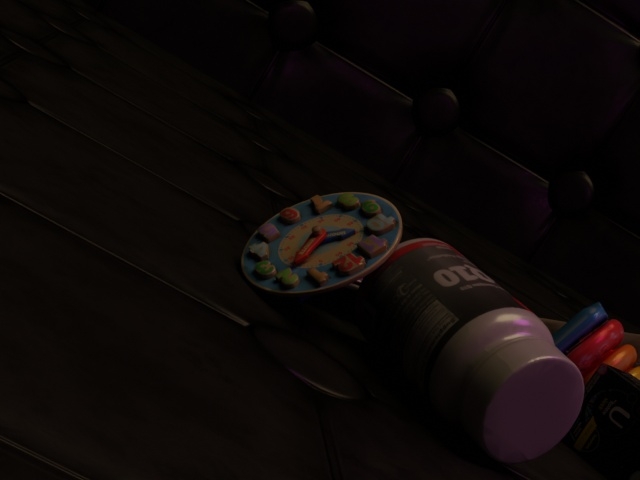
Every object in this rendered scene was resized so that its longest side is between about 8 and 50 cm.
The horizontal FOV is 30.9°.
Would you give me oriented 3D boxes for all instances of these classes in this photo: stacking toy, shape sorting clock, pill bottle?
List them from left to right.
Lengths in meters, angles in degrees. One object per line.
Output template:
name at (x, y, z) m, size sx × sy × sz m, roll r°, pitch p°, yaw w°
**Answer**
shape sorting clock at (0.000, 0.000, 1.425) m, size 0.206 × 0.206 × 0.040 m, roll 43°, pitch -24°, yaw 50°
pill bottle at (0.170, 0.124, 1.352) m, size 0.161 × 0.161 × 0.283 m, roll 25°, pitch 11°, yaw -35°
stacking toy at (0.447, 0.252, 1.704) m, size 0.302 × 0.166 × 0.175 m, roll 50°, pitch 5°, yaw 17°

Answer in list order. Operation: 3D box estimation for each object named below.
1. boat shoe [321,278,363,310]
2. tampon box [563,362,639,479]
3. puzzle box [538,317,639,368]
boat shoe at (0.085, 0.084, 1.574) m, size 0.335 × 0.095 × 0.112 m, roll 31°, pitch -27°, yaw -25°
tampon box at (0.426, 0.263, 1.561) m, size 0.101 × 0.120 × 0.161 m, roll 21°, pitch 14°, yaw -50°
puzzle box at (0.563, 0.225, 2.026) m, size 0.272 × 0.052 × 0.409 m, roll 27°, pitch -8°, yaw -22°
